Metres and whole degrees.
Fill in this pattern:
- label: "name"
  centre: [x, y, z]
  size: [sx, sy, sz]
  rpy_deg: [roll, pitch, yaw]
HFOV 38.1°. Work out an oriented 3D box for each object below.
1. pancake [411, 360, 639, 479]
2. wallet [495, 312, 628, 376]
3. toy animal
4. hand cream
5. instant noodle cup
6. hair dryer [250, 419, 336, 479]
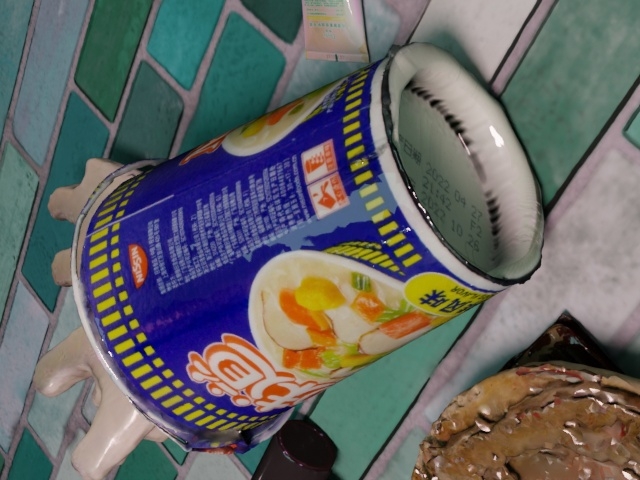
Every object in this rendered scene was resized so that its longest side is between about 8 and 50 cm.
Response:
- label: "pancake"
  centre: [0.224, 0.263, 0.715]
  size: [0.382, 0.071, 0.382]
  rpy_deg: [15, 115, 34]
- label: "wallet"
  centre: [0.174, 0.173, 0.786]
  size: [0.122, 0.031, 0.232]
  rpy_deg: [49, 131, 18]
- label: "toy animal"
  centre: [-0.194, 0.073, 1.040]
  size: [0.308, 0.188, 0.266]
  rpy_deg: [43, 107, 39]
- label: "hand cream"
  centre: [0.005, -0.244, 0.819]
  size: [0.076, 0.047, 0.174]
  rpy_deg: [13, 119, 40]
- label: "instant noodle cup"
  centre: [0.000, 0.000, 0.757]
  size: [0.312, 0.284, 0.284]
  rpy_deg: [-27, 83, 36]
- label: "hair dryer"
  centre: [0.033, 0.300, 0.945]
  size: [0.248, 0.070, 0.114]
  rpy_deg: [38, 125, 18]
